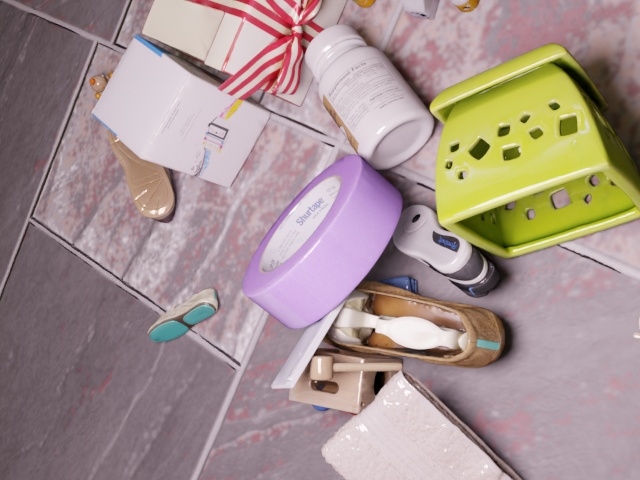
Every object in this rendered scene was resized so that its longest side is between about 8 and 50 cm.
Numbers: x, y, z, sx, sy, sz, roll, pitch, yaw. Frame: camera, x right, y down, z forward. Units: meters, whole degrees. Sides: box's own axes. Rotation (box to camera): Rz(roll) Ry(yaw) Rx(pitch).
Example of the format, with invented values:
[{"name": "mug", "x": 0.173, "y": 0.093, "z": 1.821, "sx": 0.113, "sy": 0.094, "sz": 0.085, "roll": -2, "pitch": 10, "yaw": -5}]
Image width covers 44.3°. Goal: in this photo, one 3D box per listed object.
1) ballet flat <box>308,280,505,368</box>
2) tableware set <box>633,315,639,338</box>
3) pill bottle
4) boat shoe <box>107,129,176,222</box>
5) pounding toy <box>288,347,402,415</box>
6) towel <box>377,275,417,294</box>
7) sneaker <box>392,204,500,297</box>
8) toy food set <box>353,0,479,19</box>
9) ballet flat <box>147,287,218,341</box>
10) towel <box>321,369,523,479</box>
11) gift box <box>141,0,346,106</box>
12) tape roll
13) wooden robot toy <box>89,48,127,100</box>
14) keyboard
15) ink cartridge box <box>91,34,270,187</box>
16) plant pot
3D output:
[{"name": "ballet flat", "x": 0.099, "y": 0.125, "z": 1.166, "sx": 0.342, "sy": 0.124, "sz": 0.116, "roll": 10, "pitch": 90, "yaw": 34}, {"name": "tableware set", "x": 0.492, "y": 0.081, "z": 1.010, "sx": 0.141, "sy": 0.020, "sz": 0.168, "roll": 15, "pitch": 92, "yaw": 34}, {"name": "pill bottle", "x": 0.071, "y": -0.237, "z": 1.272, "sx": 0.131, "sy": 0.131, "sz": 0.229, "roll": -43, "pitch": 62, "yaw": 21}, {"name": "boat shoe", "x": -0.351, "y": -0.163, "z": 1.562, "sx": 0.103, "sy": 0.092, "sz": 0.285, "roll": -19, "pitch": 73, "yaw": -8}, {"name": "pounding toy", "x": 0.041, "y": 0.218, "z": 1.176, "sx": 0.181, "sy": 0.206, "sz": 0.094, "roll": 4, "pitch": 85, "yaw": 34}, {"name": "towel", "x": 0.123, "y": 0.119, "z": 1.244, "sx": 0.067, "sy": 0.029, "sz": 0.119, "roll": -8, "pitch": 79, "yaw": 31}, {"name": "sneaker", "x": 0.192, "y": 0.026, "z": 1.186, "sx": 0.079, "sy": 0.121, "sz": 0.217, "roll": -49, "pitch": 25, "yaw": 5}, {"name": "toy food set", "x": 0.140, "y": -0.434, "z": 1.272, "sx": 0.232, "sy": 0.104, "sz": 0.111, "roll": 19, "pitch": 94, "yaw": 34}, {"name": "ballet flat", "x": -0.257, "y": 0.141, "z": 1.489, "sx": 0.168, "sy": 0.057, "sz": 0.052, "roll": -27, "pitch": 41, "yaw": 24}, {"name": "towel", "x": 0.154, "y": 0.338, "z": 1.111, "sx": 0.282, "sy": 0.049, "sz": 0.187, "roll": 43, "pitch": 108, "yaw": 1}, {"name": "gift box", "x": -0.133, "y": -0.383, "z": 1.351, "sx": 0.258, "sy": 0.276, "sz": 0.255, "roll": 29, "pitch": 104, "yaw": 32}, {"name": "tape roll", "x": 0.000, "y": 0.000, "z": 1.210, "sx": 0.275, "sy": 0.090, "sz": 0.275, "roll": -44, "pitch": 18, "yaw": 19}, {"name": "wooden robot toy", "x": -0.447, "y": -0.328, "z": 1.662, "sx": 0.173, "sy": 0.079, "sz": 0.076, "roll": -50, "pitch": 60, "yaw": 18}, {"name": "keyboard", "x": 0.008, "y": 0.108, "z": 1.150, "sx": 0.256, "sy": 0.014, "sz": 0.072, "roll": -57, "pitch": 11, "yaw": -24}, {"name": "ink cartridge box", "x": -0.246, "y": -0.228, "z": 1.420, "sx": 0.171, "sy": 0.233, "sz": 0.168, "roll": 38, "pitch": 102, "yaw": 32}, {"name": "plant pot", "x": 0.287, "y": -0.120, "z": 1.061, "sx": 0.227, "sy": 0.228, "sz": 0.207, "roll": -21, "pitch": 64, "yaw": 30}]
